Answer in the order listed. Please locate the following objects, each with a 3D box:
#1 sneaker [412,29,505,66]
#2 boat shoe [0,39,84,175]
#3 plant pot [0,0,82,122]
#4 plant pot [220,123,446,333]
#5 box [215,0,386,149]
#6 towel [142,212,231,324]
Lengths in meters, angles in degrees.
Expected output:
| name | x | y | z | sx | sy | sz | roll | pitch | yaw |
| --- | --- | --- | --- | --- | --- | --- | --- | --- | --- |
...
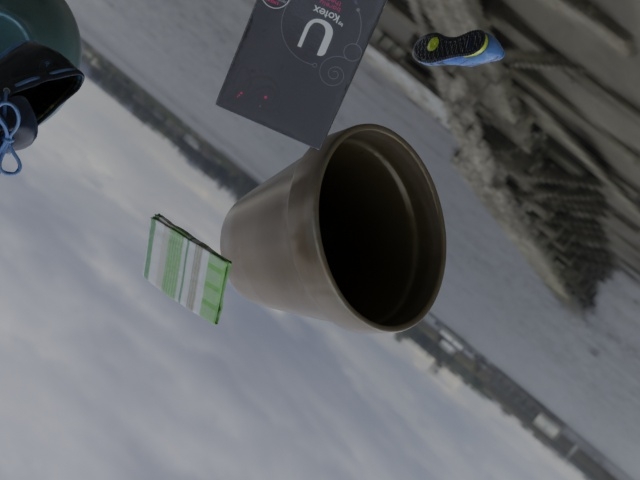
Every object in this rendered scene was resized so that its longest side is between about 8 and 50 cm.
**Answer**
| name | x | y | z | sx | sy | sz | roll | pitch | yaw |
| --- | --- | --- | --- | --- | --- | --- | --- | --- | --- |
| sneaker | 0.276 | -0.375 | 2.199 | 0.082 | 0.069 | 0.209 | 22 | 169 | -40 |
| boat shoe | -0.348 | -0.143 | 1.203 | 0.089 | 0.258 | 0.109 | 22 | 140 | 7 |
| plant pot | -0.518 | -0.299 | 1.722 | 0.290 | 0.290 | 0.195 | 39 | 179 | -18 |
| plant pot | 0.000 | 0.000 | 1.764 | 0.280 | 0.323 | 0.323 | -12 | 141 | 42 |
| box | -0.015 | -0.291 | 1.528 | 0.165 | 0.270 | 0.143 | 23 | -156 | -3 |
| towel | -0.192 | 0.040 | 1.570 | 0.152 | 0.113 | 0.023 | 31 | -146 | 27 |
